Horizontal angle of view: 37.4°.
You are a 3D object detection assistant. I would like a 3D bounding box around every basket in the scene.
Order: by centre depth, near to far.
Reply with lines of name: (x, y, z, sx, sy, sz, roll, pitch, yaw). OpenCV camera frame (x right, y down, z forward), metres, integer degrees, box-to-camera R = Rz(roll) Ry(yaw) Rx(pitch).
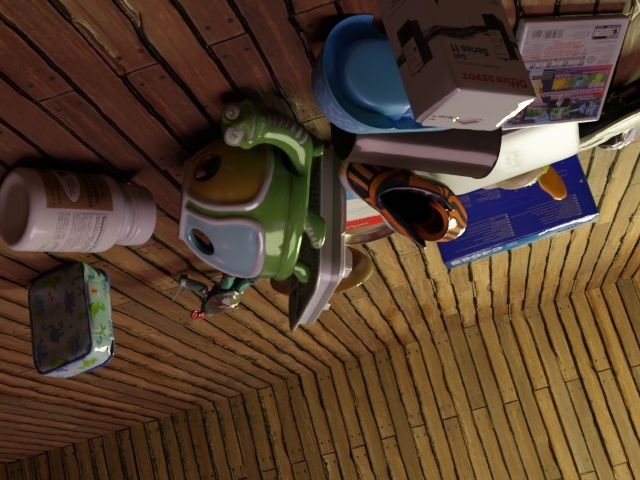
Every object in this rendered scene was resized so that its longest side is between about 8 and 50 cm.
basket: (0.143, -0.185, 1.498, 0.226, 0.204, 0.154, -1, 127, -19)

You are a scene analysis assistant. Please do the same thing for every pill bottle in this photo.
pill bottle: (-0.388, -0.046, 1.523, 0.229, 0.131, 0.131, 2, 155, -44)

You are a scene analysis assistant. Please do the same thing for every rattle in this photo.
rattle: (0.376, -0.124, 1.916, 0.199, 0.130, 0.143, -23, 150, 19)

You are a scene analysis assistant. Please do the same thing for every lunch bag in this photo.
lunch bag: (-0.510, 0.163, 1.921, 0.176, 0.219, 0.090, -24, 155, 23)

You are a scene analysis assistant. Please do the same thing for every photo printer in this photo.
photo printer: (0.315, -0.185, 1.732, 0.307, 0.107, 0.256, -19, 162, 11)

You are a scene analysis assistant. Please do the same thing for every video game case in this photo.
video game case: (0.386, -0.270, 1.513, 0.201, 0.023, 0.183, -8, 126, -23)

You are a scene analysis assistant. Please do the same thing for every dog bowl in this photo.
dog bowl: (0.120, -0.231, 1.356, 0.297, 0.166, 0.074, -6, 171, -28)

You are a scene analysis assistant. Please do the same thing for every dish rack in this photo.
dish rack: (0.000, 0.000, 1.728, 0.072, 0.286, 0.333, 5, 158, -8)

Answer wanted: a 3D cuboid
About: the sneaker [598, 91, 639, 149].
sneaker: (0.605, -0.250, 1.877, 0.077, 0.072, 0.178, 11, 143, -31)

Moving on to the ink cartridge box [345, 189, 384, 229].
ink cartridge box: (0.083, -0.096, 1.855, 0.134, 0.078, 0.231, -12, 162, -15)

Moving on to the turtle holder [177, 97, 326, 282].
turtle holder: (-0.112, -0.066, 1.529, 0.227, 0.243, 0.320, 5, 168, -9)

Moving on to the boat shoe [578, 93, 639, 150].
boat shoe: (0.564, -0.245, 1.802, 0.233, 0.079, 0.084, -24, 163, 34)

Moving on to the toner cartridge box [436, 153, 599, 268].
toner cartridge box: (0.417, -0.070, 2.082, 0.347, 0.165, 0.075, -18, 164, 10)

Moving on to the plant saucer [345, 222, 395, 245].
plant saucer: (0.114, -0.033, 2.164, 0.168, 0.029, 0.168, -14, 162, -5)

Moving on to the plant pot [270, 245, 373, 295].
plant pot: (0.000, 0.062, 2.124, 0.236, 0.032, 0.236, -8, -157, 3)

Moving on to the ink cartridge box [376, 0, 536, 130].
ink cartridge box: (0.173, -0.256, 1.224, 0.153, 0.208, 0.087, -2, 158, -37)

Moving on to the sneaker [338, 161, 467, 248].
sneaker: (0.176, -0.040, 1.617, 0.321, 0.180, 0.125, 23, 106, -43)

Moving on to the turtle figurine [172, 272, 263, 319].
turtle figurine: (-0.225, 0.108, 2.181, 0.234, 0.118, 0.175, -37, 157, 34)
